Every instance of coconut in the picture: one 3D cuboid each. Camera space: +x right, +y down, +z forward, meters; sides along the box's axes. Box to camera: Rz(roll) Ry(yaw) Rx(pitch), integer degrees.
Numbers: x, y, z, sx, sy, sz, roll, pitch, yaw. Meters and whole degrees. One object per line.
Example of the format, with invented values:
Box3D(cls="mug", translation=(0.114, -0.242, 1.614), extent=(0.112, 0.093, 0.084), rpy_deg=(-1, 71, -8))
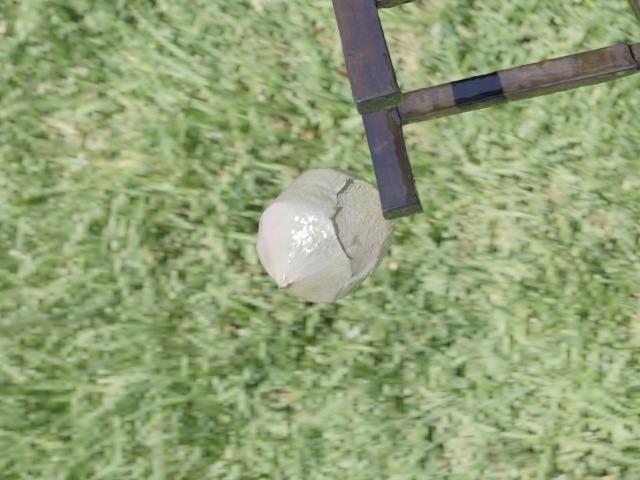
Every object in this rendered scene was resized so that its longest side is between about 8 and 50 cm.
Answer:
Box3D(cls="coconut", translation=(0.000, 0.000, 1.434), extent=(0.110, 0.110, 0.124), rpy_deg=(12, 48, 28))

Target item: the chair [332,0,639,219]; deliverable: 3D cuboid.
Box3D(cls="chair", translation=(0.097, -0.257, 1.114), extent=(0.241, 0.203, 0.416), rpy_deg=(-16, 66, 4))
